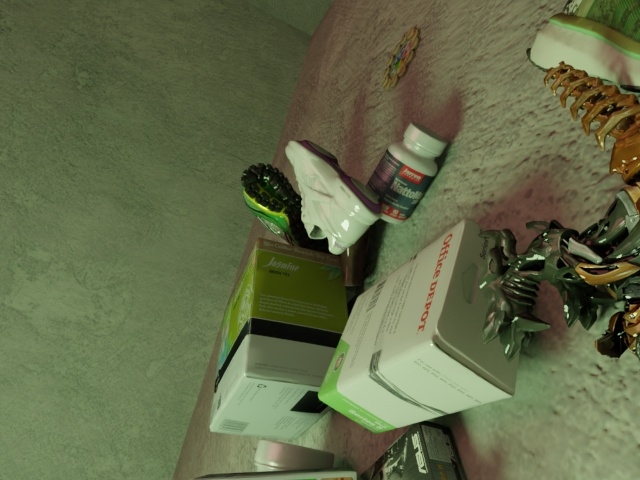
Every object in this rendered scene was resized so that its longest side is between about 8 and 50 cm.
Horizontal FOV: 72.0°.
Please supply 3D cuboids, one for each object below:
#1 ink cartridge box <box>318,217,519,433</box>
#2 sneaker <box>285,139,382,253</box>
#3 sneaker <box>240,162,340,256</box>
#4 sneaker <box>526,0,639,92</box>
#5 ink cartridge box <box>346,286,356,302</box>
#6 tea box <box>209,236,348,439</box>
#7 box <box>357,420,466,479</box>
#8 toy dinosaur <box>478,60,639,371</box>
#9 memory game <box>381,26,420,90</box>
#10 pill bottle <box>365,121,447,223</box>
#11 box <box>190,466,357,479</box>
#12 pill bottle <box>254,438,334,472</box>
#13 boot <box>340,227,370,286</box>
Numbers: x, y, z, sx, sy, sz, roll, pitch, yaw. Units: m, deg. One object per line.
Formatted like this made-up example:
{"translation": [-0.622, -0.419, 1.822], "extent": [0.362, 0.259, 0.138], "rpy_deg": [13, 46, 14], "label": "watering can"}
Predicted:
{"translation": [0.132, 0.126, 0.598], "extent": [0.273, 0.114, 0.198], "rpy_deg": [-47, 11, 50], "label": "ink cartridge box"}
{"translation": [-0.010, -0.098, 0.890], "extent": [0.152, 0.114, 0.305], "rpy_deg": [-54, 46, 19], "label": "sneaker"}
{"translation": [-0.059, -0.050, 1.129], "extent": [0.134, 0.343, 0.146], "rpy_deg": [-44, -6, -20], "label": "sneaker"}
{"translation": [0.322, -0.207, 0.349], "extent": [0.410, 0.157, 0.182], "rpy_deg": [-109, 24, -62], "label": "sneaker"}
{"translation": [0.046, 0.131, 1.061], "extent": [0.063, 0.029, 0.115], "rpy_deg": [-89, 25, -45], "label": "ink cartridge box"}
{"translation": [-0.097, 0.231, 1.000], "extent": [0.329, 0.219, 0.324], "rpy_deg": [122, 156, -44], "label": "tea box"}
{"translation": [0.119, 0.377, 0.543], "extent": [0.183, 0.056, 0.231], "rpy_deg": [-58, 21, 31], "label": "box"}
{"translation": [0.261, 0.008, 0.350], "extent": [0.218, 0.164, 0.322], "rpy_deg": [-41, 40, 55], "label": "toy dinosaur"}
{"translation": [0.225, -0.516, 1.255], "extent": [0.186, 0.012, 0.186], "rpy_deg": [-56, 22, 37], "label": "memory game"}
{"translation": [0.165, -0.133, 0.867], "extent": [0.180, 0.107, 0.108], "rpy_deg": [-61, 20, 26], "label": "pill bottle"}
{"translation": [-0.060, 0.456, 0.590], "extent": [0.127, 0.230, 0.262], "rpy_deg": [95, 174, -64], "label": "box"}
{"translation": [-0.072, 0.521, 0.730], "extent": [0.188, 0.187, 0.334], "rpy_deg": [-40, 34, 57], "label": "pill bottle"}
{"translation": [0.074, -0.007, 1.020], "extent": [0.248, 0.090, 0.207], "rpy_deg": [-20, -69, -80], "label": "boot"}
